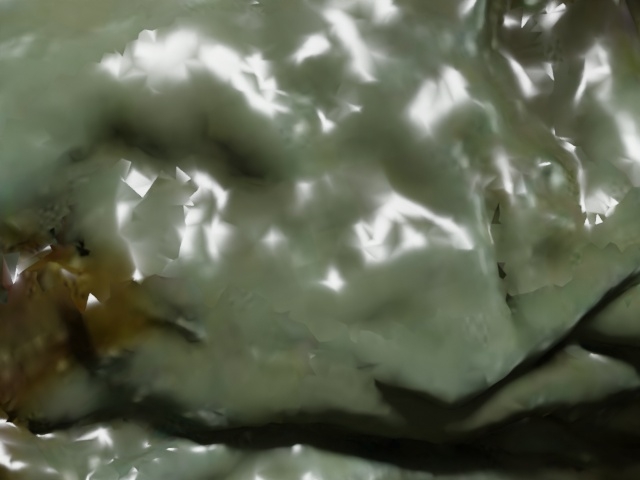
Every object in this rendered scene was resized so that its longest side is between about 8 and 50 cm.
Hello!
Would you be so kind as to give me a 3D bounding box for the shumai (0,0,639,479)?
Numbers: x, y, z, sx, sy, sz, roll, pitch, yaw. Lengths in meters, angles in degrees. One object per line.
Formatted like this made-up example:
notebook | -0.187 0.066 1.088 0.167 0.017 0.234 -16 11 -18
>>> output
shumai | 0.000 0.000 0.484 0.304 0.263 0.309 -21 87 39
